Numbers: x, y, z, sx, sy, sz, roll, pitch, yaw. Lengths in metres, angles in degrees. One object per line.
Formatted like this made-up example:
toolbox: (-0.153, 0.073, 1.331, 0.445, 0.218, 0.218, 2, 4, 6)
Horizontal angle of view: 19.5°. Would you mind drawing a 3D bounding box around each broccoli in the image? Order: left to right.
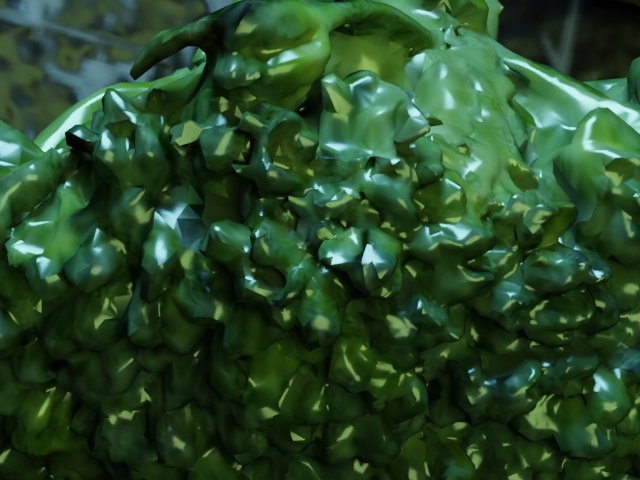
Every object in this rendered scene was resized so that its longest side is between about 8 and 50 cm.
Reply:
broccoli: (0.000, 0.000, 0.592, 0.288, 0.248, 0.245, 24, 40, -4)

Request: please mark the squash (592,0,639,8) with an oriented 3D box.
squash: (0.231, -0.247, 0.618, 0.310, 0.310, 0.309, 4, 81, -17)
